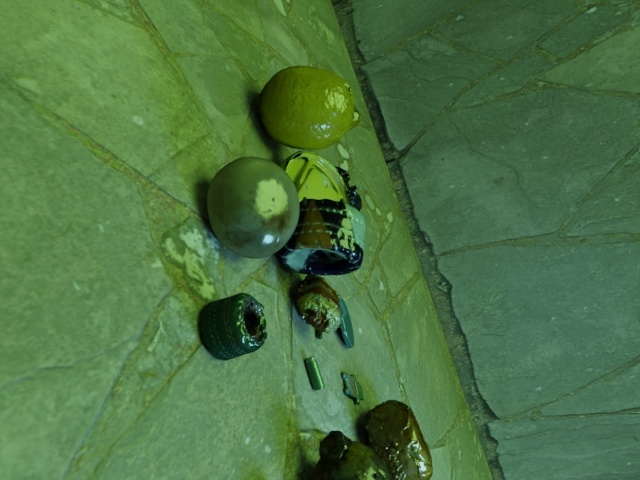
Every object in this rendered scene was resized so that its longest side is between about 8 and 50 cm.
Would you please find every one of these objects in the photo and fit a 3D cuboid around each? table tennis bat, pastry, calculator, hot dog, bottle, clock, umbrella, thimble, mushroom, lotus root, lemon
[{"bbox_3d":[0.069,0.232,1.865,0.244,0.040,0.153,65,15,-49],"label":"table tennis bat"},{"bbox_3d":[0.224,0.596,1.786,0.255,0.161,0.311,66,5,19],"label":"pastry"},{"bbox_3d":[0.098,0.438,1.805,0.141,0.019,0.094,45,28,-53],"label":"calculator"},{"bbox_3d":[-0.010,0.169,1.639,0.146,0.103,0.213,45,12,-11],"label":"hot dog"},{"bbox_3d":[-0.015,0.338,1.551,0.030,0.030,0.083,-3,74,-72],"label":"bottle"},{"bbox_3d":[-0.028,-0.125,1.811,0.277,0.071,0.293,53,43,-16],"label":"clock"},{"bbox_3d":[0.092,-0.154,2.225,0.336,0.128,0.154,50,25,-55],"label":"umbrella"},{"bbox_3d":[-0.164,0.167,1.182,0.135,0.090,0.119,28,48,-68],"label":"thimble"},{"bbox_3d":[-0.153,-0.072,1.357,0.226,0.178,0.227,8,76,-38],"label":"mushroom"},{"bbox_3d":[0.093,0.613,1.332,0.179,0.195,0.398,-16,85,-77],"label":"lotus root"},{"bbox_3d":[0.000,0.000,1.589,0.237,0.237,0.150,45,45,-54],"label":"thimble"},{"bbox_3d":[-0.036,-0.392,1.811,0.245,0.319,0.245,-172,-90,-84],"label":"lemon"}]

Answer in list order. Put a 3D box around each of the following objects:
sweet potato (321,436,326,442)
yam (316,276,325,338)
[{"bbox_3d":[0.084,0.583,1.550,0.281,0.059,0.067,54,33,-40],"label":"sweet potato"},{"bbox_3d":[0.004,0.195,1.763,0.234,0.027,0.029,-86,-178,-49],"label":"yam"}]
